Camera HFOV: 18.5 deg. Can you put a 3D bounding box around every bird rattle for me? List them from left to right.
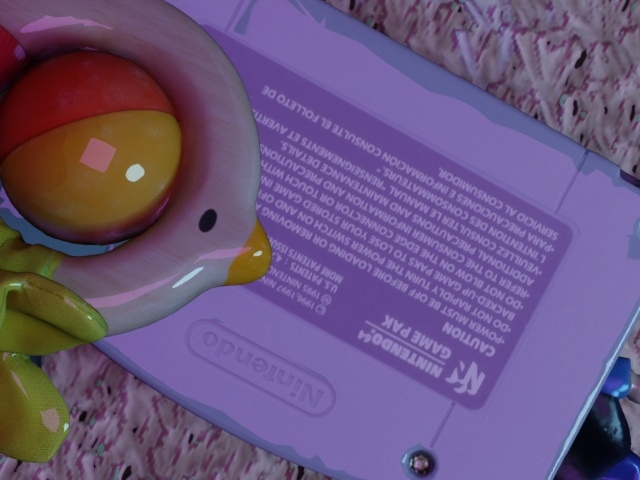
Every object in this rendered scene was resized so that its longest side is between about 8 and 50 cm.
[{"bbox_3d":[-0.132,-0.035,0.834,0.207,0.143,0.253,-12,62,-15],"label":"bird rattle"}]

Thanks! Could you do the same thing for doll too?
[{"bbox_3d":[0.120,0.116,0.986,0.129,0.046,0.189,-34,103,-11],"label":"doll"}]

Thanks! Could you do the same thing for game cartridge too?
[{"bbox_3d":[0.000,0.000,0.917,0.297,0.062,0.198,29,92,-6],"label":"game cartridge"}]

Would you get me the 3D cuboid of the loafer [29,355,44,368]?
[{"bbox_3d":[-0.229,0.084,0.879,0.223,0.076,0.078,-19,118,-17],"label":"loafer"}]
